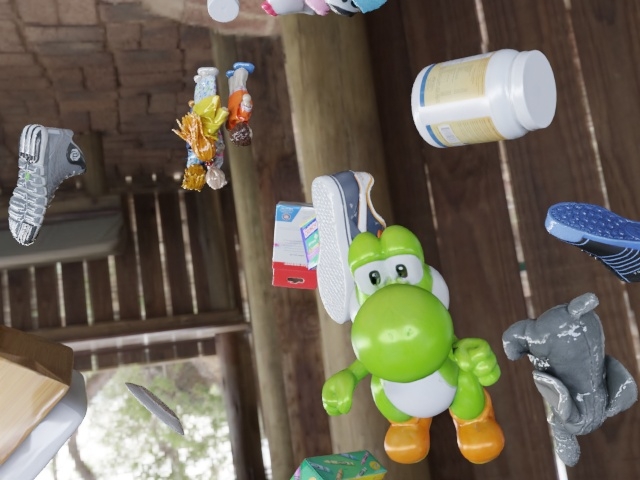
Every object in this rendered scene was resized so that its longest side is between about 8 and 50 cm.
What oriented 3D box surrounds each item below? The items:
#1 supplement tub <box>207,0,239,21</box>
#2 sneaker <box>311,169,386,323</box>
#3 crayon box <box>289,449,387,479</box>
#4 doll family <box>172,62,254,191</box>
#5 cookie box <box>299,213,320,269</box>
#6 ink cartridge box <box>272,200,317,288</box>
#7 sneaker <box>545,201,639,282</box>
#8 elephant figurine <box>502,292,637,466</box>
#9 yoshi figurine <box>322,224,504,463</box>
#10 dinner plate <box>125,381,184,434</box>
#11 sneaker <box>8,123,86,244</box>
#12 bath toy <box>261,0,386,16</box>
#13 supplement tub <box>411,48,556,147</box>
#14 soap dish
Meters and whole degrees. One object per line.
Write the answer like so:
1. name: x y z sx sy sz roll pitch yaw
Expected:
1. supplement tub: -0.215 -0.544 1.732 0.071 0.107 0.071 -3 143 -3
2. sneaker: 0.066 0.013 1.582 0.127 0.321 0.126 -17 -151 -28
3. crayon box: 0.024 0.597 1.866 0.278 0.081 0.165 15 111 -54
4. doll family: -0.191 -0.172 1.282 0.118 0.163 0.263 6 158 -19
5. cookie box: 0.000 0.000 1.715 0.040 0.107 0.092 -2 161 -32
6. ink cartridge box: -0.061 0.012 2.184 0.134 0.231 0.078 5 -168 1
7. sneaker: 0.431 0.013 1.139 0.232 0.081 0.090 13 129 -2
8. elephant figurine: 0.399 0.223 1.211 0.169 0.239 0.186 -24 163 23
9. yoshi figurine: 0.111 0.155 0.937 0.203 0.362 0.203 -38 -141 -19
10. dinner plate: -0.291 0.295 1.394 0.017 0.141 0.141 -48 177 -12
11. sneaker: -0.495 -0.102 1.456 0.086 0.229 0.132 26 -159 29
12. bath toy: -0.014 -0.468 1.421 0.129 0.151 0.348 -31 -158 -15
13. supplement tub: 0.267 -0.232 1.282 0.199 0.144 0.144 -2 176 40
14. soap dish: -0.345 0.206 0.704 0.291 0.118 0.229 -49 -166 -11
